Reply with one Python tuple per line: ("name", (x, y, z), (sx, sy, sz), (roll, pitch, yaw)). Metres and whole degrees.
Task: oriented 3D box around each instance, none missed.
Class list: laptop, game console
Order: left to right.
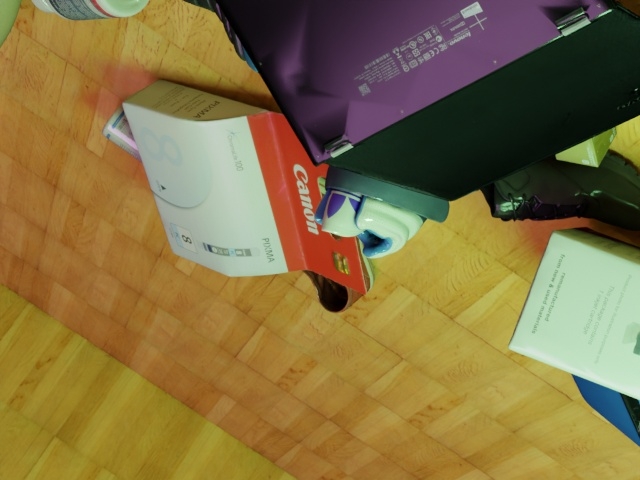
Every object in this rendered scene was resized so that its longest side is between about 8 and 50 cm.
("laptop", (0.153, -0.240, 1.386), (0.382, 0.236, 0.407), (-26, 100, 34))
("game console", (0.500, 0.200, 1.936), (0.250, 0.173, 0.293), (-19, 137, 14))

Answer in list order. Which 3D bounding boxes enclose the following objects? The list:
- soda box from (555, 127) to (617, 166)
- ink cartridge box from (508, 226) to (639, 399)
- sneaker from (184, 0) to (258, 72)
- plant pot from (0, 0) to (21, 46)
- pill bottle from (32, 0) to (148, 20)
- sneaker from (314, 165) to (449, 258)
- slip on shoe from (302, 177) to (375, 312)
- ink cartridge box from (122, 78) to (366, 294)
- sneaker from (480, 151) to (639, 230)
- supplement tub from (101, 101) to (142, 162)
("soda box", (0.300, -0.172, 1.514), (0.058, 0.061, 0.181), (14, 148, 34))
("ink cartridge box", (0.462, 0.121, 1.586), (0.385, 0.160, 0.279), (22, -172, 18))
("sneaker", (-0.110, -0.351, 1.598), (0.341, 0.140, 0.125), (49, 156, 13))
("plant pot", (-0.551, -0.389, 1.894), (0.191, 0.284, 0.284), (-29, 122, 21))
("pill bottle", (-0.333, -0.367, 1.820), (0.180, 0.108, 0.108), (5, 142, 42))
("sneaker", (0.062, -0.123, 1.659), (0.130, 0.236, 0.322), (11, 147, 36))
("slip on shoe", (0.000, 0.000, 2.090), (0.123, 0.101, 0.331), (16, 148, 33))
("ink cartridge box", (-0.119, -0.067, 1.996), (0.385, 0.091, 0.308), (21, 138, 39))
("sneaker", (0.282, -0.067, 1.638), (0.286, 0.130, 0.109), (24, 151, 15))
("supplement tub", (-0.306, -0.177, 2.156), (0.107, 0.071, 0.071), (36, 153, -6))
